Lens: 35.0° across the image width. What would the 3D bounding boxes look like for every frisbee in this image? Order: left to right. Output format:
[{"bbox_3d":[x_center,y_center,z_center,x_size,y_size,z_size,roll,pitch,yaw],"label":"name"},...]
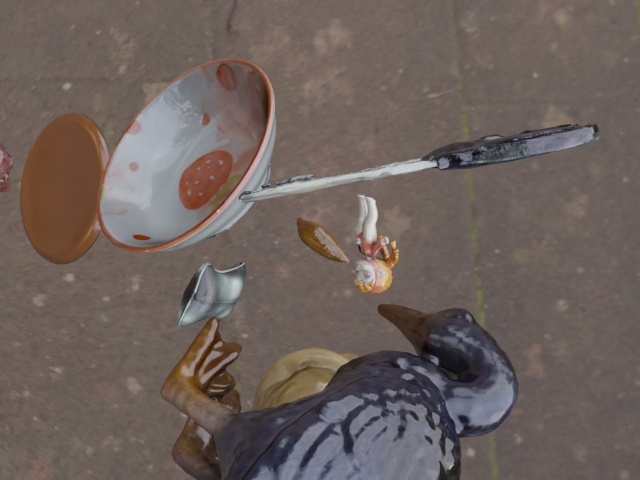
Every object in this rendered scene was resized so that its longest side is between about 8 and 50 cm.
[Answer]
[{"bbox_3d":[-0.420,-0.086,1.655,0.021,0.250,0.251,8,83,-48],"label":"frisbee"}]

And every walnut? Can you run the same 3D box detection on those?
[{"bbox_3d":[0.008,0.327,1.798,0.296,0.285,0.285,-20,97,-59],"label":"walnut"}]

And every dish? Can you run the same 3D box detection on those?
[{"bbox_3d":[-0.136,-0.082,1.177,0.085,0.260,0.260,41,70,-42],"label":"dish"}]

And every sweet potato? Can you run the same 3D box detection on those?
[{"bbox_3d":[0.000,0.000,1.302,0.095,0.034,0.034,38,66,26],"label":"sweet potato"}]

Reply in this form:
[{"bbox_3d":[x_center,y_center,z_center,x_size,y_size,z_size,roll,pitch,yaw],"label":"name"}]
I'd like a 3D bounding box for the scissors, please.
[{"bbox_3d":[0.079,-0.064,0.835,0.300,0.109,0.022,-10,97,-7],"label":"scissors"}]

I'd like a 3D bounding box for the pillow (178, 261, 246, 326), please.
[{"bbox_3d":[-0.146,0.073,1.380,0.091,0.135,0.055,-40,79,12],"label":"pillow"}]

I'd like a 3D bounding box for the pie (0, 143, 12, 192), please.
[{"bbox_3d":[-0.503,-0.059,1.297,0.204,0.219,0.054,-6,58,-39],"label":"pie"}]

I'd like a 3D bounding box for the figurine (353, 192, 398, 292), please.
[{"bbox_3d":[0.057,0.004,1.086,0.047,0.064,0.109,-14,109,-25],"label":"figurine"}]

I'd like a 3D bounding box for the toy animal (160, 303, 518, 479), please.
[{"bbox_3d":[-0.010,0.126,0.579,0.298,0.185,0.122,-44,143,-48],"label":"toy animal"}]
